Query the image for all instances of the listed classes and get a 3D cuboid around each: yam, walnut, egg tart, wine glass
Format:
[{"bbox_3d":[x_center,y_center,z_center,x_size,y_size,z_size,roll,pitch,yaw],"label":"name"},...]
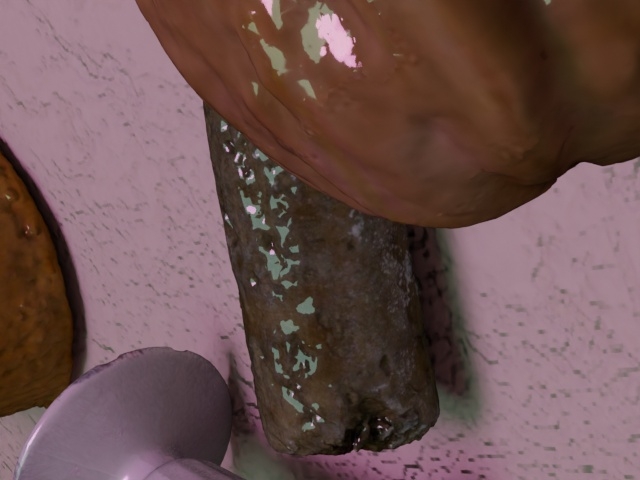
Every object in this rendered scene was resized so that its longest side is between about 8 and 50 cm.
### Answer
[{"bbox_3d":[0.000,0.000,0.620,0.078,0.078,0.179,14,120,47],"label":"yam"},{"bbox_3d":[0.032,-0.114,0.410,0.213,0.213,0.213,31,134,37],"label":"walnut"},{"bbox_3d":[-0.255,0.033,0.902,0.203,0.147,0.202,33,137,38],"label":"egg tart"},{"bbox_3d":[-0.041,0.151,0.706,0.196,0.165,0.164,32,136,41],"label":"wine glass"}]
